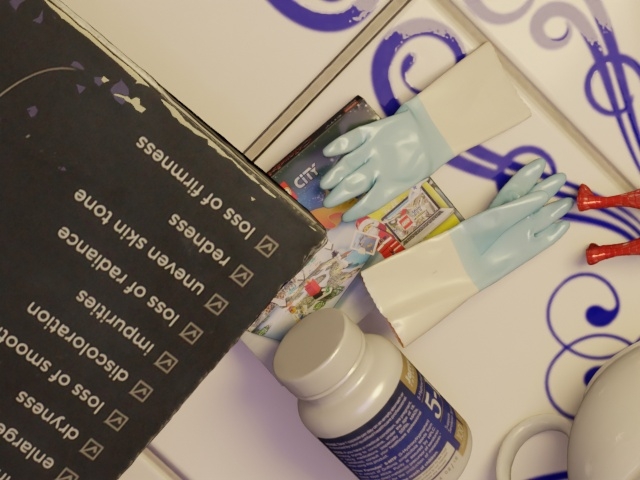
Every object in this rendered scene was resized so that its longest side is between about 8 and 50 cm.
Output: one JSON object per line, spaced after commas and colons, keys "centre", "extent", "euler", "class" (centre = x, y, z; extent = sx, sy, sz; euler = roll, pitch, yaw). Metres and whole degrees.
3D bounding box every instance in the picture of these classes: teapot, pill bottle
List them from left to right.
{"centre": [0.045, 0.151, 1.515], "extent": [0.112, 0.112, 0.186], "euler": [-42, 120, 2], "class": "pill bottle"}
{"centre": [0.328, 0.175, 1.541], "extent": [0.256, 0.187, 0.252], "euler": [8, 126, -23], "class": "teapot"}

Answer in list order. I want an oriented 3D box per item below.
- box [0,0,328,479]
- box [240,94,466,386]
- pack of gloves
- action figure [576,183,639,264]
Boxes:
{"centre": [-0.343, 0.000, 1.303], "extent": [0.480, 0.297, 0.472], "euler": [40, 90, -21], "class": "box"}
{"centre": [0.000, 0.000, 1.546], "extent": [0.233, 0.044, 0.159], "euler": [-40, 101, 2], "class": "box"}
{"centre": [0.123, -0.046, 1.507], "extent": [0.232, 0.046, 0.195], "euler": [-33, 99, -20], "class": "pack of gloves"}
{"centre": [0.393, -0.043, 1.563], "extent": [0.280, 0.139, 0.091], "euler": [-7, 104, 18], "class": "action figure"}
